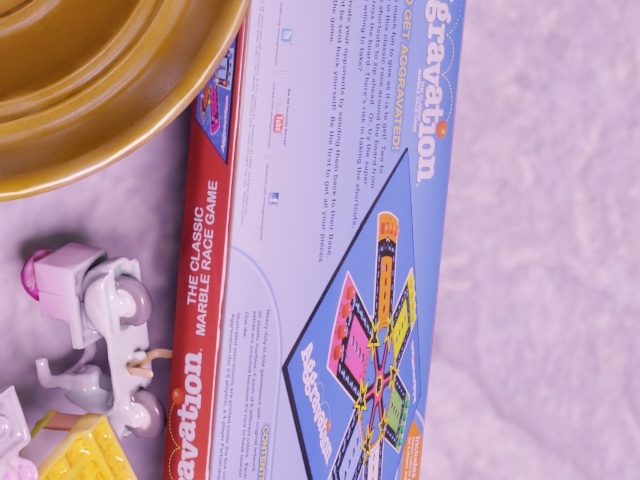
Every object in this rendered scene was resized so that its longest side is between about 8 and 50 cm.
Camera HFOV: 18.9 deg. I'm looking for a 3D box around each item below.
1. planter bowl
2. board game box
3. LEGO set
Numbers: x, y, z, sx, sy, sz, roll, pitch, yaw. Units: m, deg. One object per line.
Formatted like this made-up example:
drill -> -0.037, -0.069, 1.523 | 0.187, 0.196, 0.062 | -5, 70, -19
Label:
planter bowl -> -0.133, -0.126, 0.701 | 0.217, 0.090, 0.217 | -2, 99, -12
board game box -> 0.000, 0.000, 0.777 | 0.145, 0.027, 0.281 | -3, 101, -50
LEGO set -> -0.172, 0.096, 0.676 | 0.287, 0.107, 0.132 | -23, 109, -52
